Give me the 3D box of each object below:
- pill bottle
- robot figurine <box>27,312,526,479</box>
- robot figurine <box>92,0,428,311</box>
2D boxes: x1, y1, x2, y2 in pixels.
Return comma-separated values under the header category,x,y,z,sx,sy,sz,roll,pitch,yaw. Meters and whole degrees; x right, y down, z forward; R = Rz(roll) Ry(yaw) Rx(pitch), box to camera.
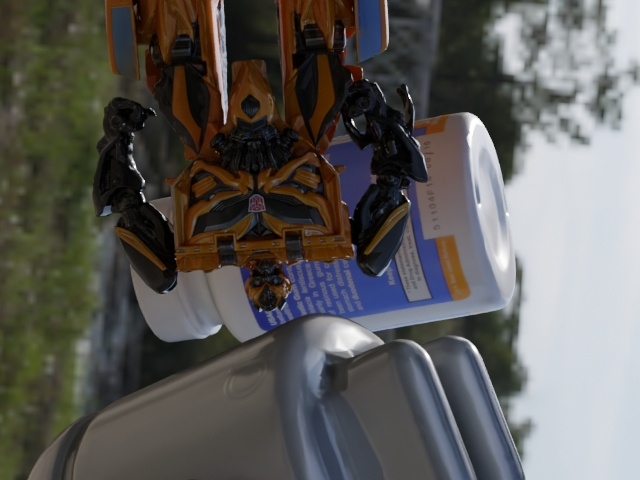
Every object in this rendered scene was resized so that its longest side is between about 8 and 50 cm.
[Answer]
category,x,y,z,sx,sy,sz,roll,pitch,yaw
pill bottle,0.000,0.000,1.405,0.152,0.272,0.152,-10,90,-75
robot figurine,-0.049,0.175,1.183,0.300,0.353,0.199,9,59,-61
robot figurine,-0.045,-0.101,1.152,0.085,0.211,0.291,64,21,-84
